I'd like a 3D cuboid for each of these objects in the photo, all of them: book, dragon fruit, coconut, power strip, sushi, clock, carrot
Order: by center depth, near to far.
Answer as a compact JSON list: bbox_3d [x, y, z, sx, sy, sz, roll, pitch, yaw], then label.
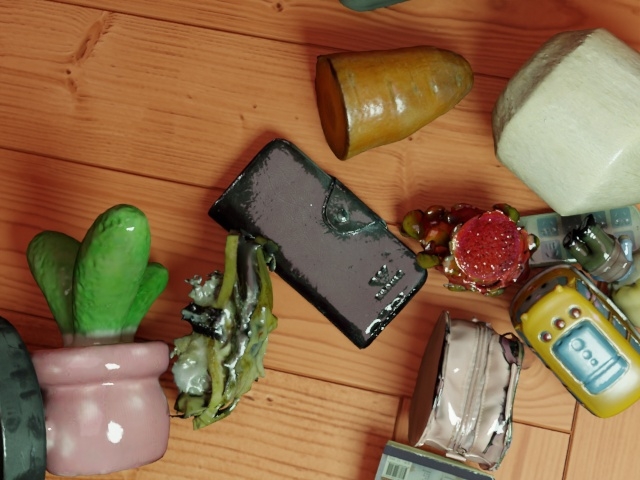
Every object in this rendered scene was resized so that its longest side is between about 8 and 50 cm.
[{"bbox_3d":[0.378,-0.150,1.326,0.266,0.237,0.237,41,88,15],"label":"coconut"},{"bbox_3d":[-0.473,0.258,1.343,0.066,0.319,0.319,-4,80,-40],"label":"clock"},{"bbox_3d":[0.136,0.405,1.352,0.157,0.026,0.231,17,105,4],"label":"book"},{"bbox_3d":[0.202,0.004,1.379,0.208,0.150,0.133,18,71,31],"label":"dragon fruit"},{"bbox_3d":[-0.134,0.130,1.392,0.131,0.139,0.291,10,85,13],"label":"sushi"},{"bbox_3d":[0.365,-0.004,1.412,0.227,0.029,0.080,-8,83,5],"label":"power strip"},{"bbox_3d":[0.112,-0.223,1.416,0.225,0.159,0.159,-18,82,-7],"label":"carrot"}]

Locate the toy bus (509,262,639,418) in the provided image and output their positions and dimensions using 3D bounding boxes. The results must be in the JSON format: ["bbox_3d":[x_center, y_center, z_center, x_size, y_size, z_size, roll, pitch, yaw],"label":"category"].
[{"bbox_3d":[0.351,0.138,1.285,0.126,0.136,0.209,-42,88,14],"label":"toy bus"}]

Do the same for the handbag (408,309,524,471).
[{"bbox_3d":[0.200,0.206,1.331,0.116,0.179,0.205,14,71,-1],"label":"handbag"}]

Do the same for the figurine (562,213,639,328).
[{"bbox_3d":[0.427,0.044,1.348,0.196,0.108,0.114,37,117,-5],"label":"figurine"}]

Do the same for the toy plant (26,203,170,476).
[{"bbox_3d":[-0.302,0.144,1.345,0.211,0.317,0.356,4,82,-35],"label":"toy plant"}]

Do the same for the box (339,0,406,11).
[{"bbox_3d":[0.171,-0.578,1.461,0.396,0.111,0.396,-13,83,3],"label":"box"}]

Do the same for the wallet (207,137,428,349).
[{"bbox_3d":[0.000,0.000,1.439,0.318,0.045,0.172,42,90,7],"label":"wallet"}]
